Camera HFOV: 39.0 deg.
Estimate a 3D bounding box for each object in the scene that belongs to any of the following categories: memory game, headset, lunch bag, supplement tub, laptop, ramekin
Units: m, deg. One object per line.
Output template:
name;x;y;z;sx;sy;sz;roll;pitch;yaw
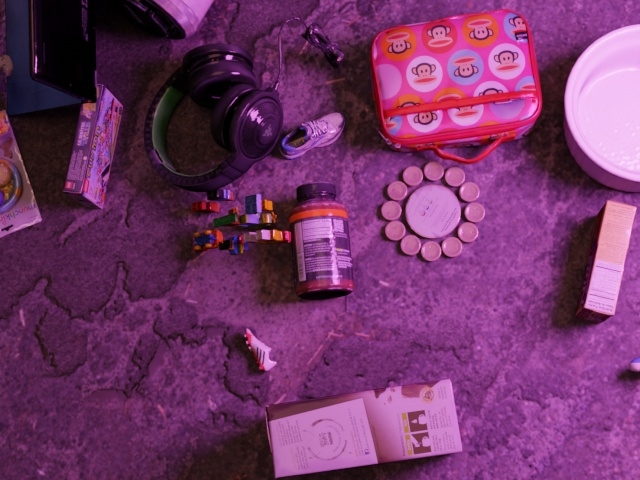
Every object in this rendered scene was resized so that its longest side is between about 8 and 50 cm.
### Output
memory game;0.201;-0.053;1.620;0.186;0.012;0.186;-1;77;6
headset;-0.140;-0.250;1.651;0.394;0.185;0.243;-39;63;14
lunch bag;0.240;-0.262;1.613;0.293;0.120;0.258;-8;81;7
supplement tub;0.000;0.000;1.586;0.106;0.106;0.197;-6;76;6
laptop;-0.516;-0.429;1.551;0.236;0.408;0.381;-2;90;5
ramekin;0.551;-0.215;1.550;0.277;0.135;0.277;-2;77;7

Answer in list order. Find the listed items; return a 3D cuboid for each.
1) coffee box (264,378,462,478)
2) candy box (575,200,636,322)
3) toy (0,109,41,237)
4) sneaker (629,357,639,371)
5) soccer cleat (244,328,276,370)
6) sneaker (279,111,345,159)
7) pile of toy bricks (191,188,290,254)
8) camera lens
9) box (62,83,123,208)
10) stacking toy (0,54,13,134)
coffee box;0.073;0.308;1.478;0.297;0.168;0.118;-9;77;4
candy box;0.477;0.038;1.518;0.053;0.109;0.186;15;81;10
toy;-0.633;-0.124;1.713;0.137;0.056;0.237;-22;76;3
sneaker;0.581;0.169;1.501;0.152;0.058;0.084;-10;83;0
soccer cleat;-0.107;0.190;1.597;0.036;0.029;0.083;-25;79;-8
sneaker;-0.015;-0.194;1.653;0.135;0.058;0.052;-32;76;-1
pile of toy bricks;-0.132;-0.032;1.608;0.212;0.105;0.118;-9;80;44
camera lens;-0.275;-0.530;1.673;0.219;0.219;0.274;28;83;12
box;-0.418;-0.172;1.668;0.036;0.114;0.207;7;79;8
stacking toy;-0.622;-0.326;1.680;0.052;0.167;0.221;-9;58;-29
